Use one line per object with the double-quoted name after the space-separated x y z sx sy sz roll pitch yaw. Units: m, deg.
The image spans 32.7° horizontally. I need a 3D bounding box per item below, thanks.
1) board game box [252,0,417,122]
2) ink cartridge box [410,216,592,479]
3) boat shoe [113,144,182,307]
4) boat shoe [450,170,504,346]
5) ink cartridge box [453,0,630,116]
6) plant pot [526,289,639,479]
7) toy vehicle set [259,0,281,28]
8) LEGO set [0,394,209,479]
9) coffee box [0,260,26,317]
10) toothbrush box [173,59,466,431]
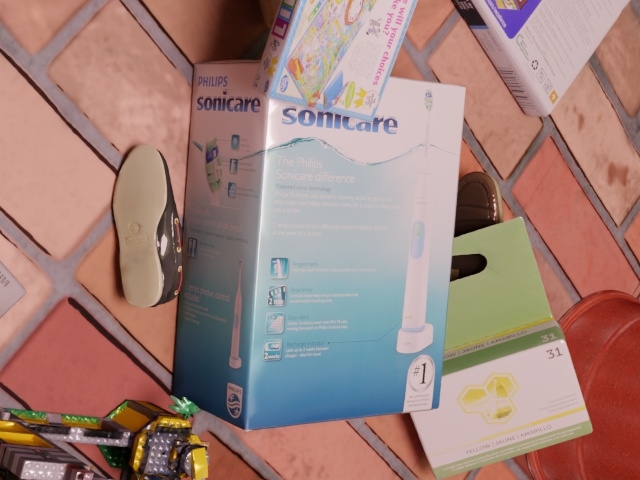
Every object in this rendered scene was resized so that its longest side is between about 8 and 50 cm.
0.020 -0.173 0.819 0.103 0.026 0.154 9 108 -37 "board game box"
0.157 0.112 1.083 0.171 0.056 0.235 -18 116 7 "ink cartridge box"
-0.139 -0.012 0.895 0.042 0.049 0.133 -6 95 -66 "boat shoe"
0.161 0.018 1.129 0.072 0.068 0.190 -15 118 -50 "boat shoe"
0.236 -0.275 1.145 0.208 0.045 0.206 -52 123 -18 "ink cartridge box"
0.420 0.212 1.229 0.272 0.265 0.272 -8 102 -38 "plant pot"
0.050 -0.298 0.971 0.267 0.035 0.166 -20 101 -29 "toy vehicle set"
-0.184 0.267 0.804 0.255 0.192 0.331 26 81 -38 "LEGO set"
-0.331 -0.011 0.703 0.141 0.098 0.246 -47 122 -23 "coffee box"
0.000 0.000 0.951 0.216 0.126 0.295 -1 98 -37 "toothbrush box"
